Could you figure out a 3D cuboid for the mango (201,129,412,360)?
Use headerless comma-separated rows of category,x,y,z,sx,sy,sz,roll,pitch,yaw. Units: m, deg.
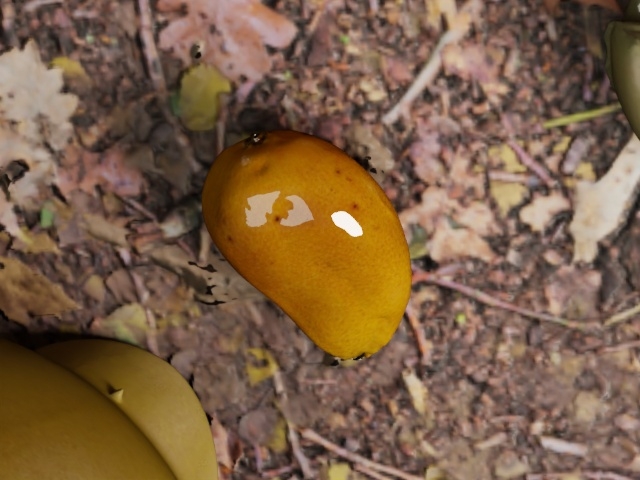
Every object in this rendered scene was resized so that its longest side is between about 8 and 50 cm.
mango,-0.001,-0.003,1.187,0.105,0.084,0.159,-27,126,23

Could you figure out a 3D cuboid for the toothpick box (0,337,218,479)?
toothpick box,-0.263,0.252,1.172,0.409,0.425,0.409,7,106,27

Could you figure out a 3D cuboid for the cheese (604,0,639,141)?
cheese,0.258,-0.091,1.079,0.202,0.091,0.175,5,112,11
